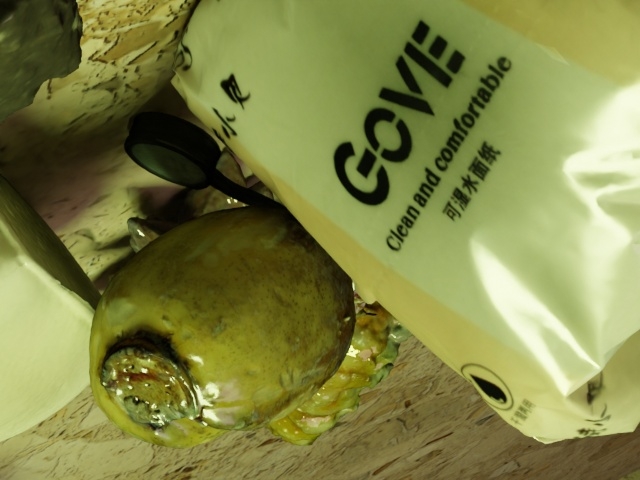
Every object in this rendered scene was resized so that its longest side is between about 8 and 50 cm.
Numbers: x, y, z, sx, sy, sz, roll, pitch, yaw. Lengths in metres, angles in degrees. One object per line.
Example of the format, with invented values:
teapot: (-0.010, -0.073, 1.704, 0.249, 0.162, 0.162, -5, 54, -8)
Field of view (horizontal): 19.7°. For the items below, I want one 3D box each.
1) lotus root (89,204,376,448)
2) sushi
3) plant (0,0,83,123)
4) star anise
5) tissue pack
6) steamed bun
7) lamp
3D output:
lotus root: (-0.050, 0.047, 1.239, 0.154, 0.154, 0.278, -45, 169, 32)
sushi: (0.015, 0.060, 1.569, 0.184, 0.139, 0.274, -49, 180, -33)
plant: (-0.207, -0.091, 0.950, 0.146, 0.149, 0.274, -21, 161, -26)
star anise: (-0.117, 0.035, 1.479, 0.230, 0.081, 0.262, -39, 169, -47)
tissue pack: (0.111, -0.109, 1.092, 0.195, 0.390, 0.375, -34, 160, -47)
steamed bun: (-0.245, 0.048, 1.218, 0.164, 0.146, 0.242, -39, 160, -3)
lamp: (0.014, -0.034, 1.392, 0.371, 0.108, 0.130, 27, 162, -27)
